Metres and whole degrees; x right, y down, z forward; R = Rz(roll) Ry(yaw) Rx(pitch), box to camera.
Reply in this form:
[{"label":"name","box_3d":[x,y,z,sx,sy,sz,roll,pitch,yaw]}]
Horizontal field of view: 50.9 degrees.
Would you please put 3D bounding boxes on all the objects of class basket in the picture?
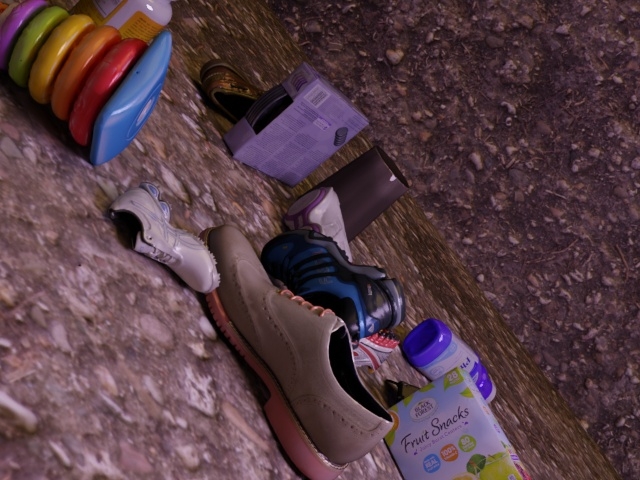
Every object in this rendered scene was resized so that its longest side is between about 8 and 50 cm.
[{"label":"basket","box_3d":[0.080,-0.101,1.563,0.154,0.227,0.204,44,20,-26]}]

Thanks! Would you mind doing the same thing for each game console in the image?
[{"label":"game console","box_3d":[0.187,0.316,1.280,0.122,0.071,0.107,22,48,-12]}]

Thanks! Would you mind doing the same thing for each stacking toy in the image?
[{"label":"stacking toy","box_3d":[-0.361,-0.250,0.878,0.301,0.166,0.175,31,66,-11]}]

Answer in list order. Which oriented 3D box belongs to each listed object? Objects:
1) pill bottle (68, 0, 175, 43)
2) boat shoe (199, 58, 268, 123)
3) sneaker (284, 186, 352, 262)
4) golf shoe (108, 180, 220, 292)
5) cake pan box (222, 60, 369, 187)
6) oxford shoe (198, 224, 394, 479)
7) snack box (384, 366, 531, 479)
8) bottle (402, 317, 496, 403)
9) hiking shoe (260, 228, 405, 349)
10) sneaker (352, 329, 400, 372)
[{"label":"pill bottle","box_3d":[-0.316,-0.369,1.086,0.117,0.208,0.117,46,18,-20]},{"label":"boat shoe","box_3d":[-0.155,-0.298,1.576,0.307,0.110,0.104,24,36,-40]},{"label":"sneaker","box_3d":[0.000,0.000,1.389,0.152,0.114,0.305,53,23,-25]},{"label":"golf shoe","box_3d":[-0.211,0.009,0.889,0.176,0.069,0.086,49,37,-1]},{"label":"cake pan box","box_3d":[-0.050,-0.244,1.479,0.267,0.245,0.070,20,32,-58]},{"label":"oxford shoe","box_3d":[-0.037,0.123,0.938,0.397,0.146,0.140,57,19,17]},{"label":"snack box","box_3d":[0.214,0.343,1.110,0.070,0.174,0.207,33,25,-56]},{"label":"bottle","box_3d":[0.311,0.294,1.567,0.283,0.118,0.092,43,10,-32]},{"label":"hiking shoe","box_3d":[-0.012,0.065,1.063,0.132,0.113,0.304,-24,31,-36]},{"label":"sneaker","box_3d":[0.030,0.173,1.127,0.225,0.093,0.088,21,13,-30]}]
